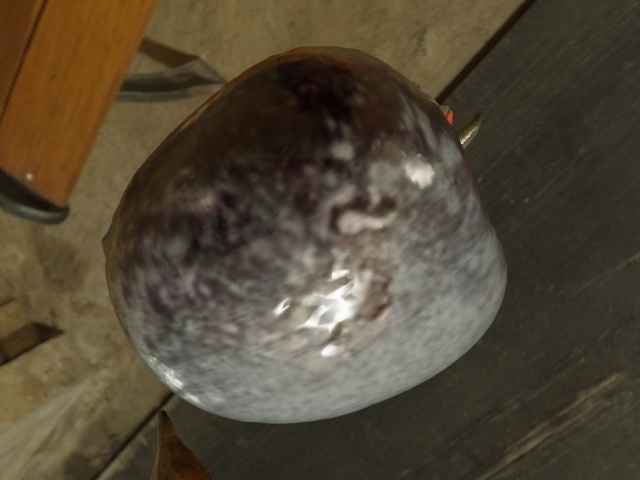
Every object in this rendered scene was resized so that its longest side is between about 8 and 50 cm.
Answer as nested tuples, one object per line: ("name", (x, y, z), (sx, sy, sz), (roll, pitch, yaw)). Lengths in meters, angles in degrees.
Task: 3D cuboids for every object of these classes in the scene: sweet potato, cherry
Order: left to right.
("sweet potato", (-0.087, 0.159, 0.565), (0.049, 0.049, 0.117), (-44, 53, 35))
("cherry", (0.000, 0.000, 0.614), (0.218, 0.296, 0.255), (57, 177, 39))

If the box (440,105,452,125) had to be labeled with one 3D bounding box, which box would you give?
("box", (0.001, -0.085, 0.858), (0.229, 0.123, 0.050), (7, 129, 22))
